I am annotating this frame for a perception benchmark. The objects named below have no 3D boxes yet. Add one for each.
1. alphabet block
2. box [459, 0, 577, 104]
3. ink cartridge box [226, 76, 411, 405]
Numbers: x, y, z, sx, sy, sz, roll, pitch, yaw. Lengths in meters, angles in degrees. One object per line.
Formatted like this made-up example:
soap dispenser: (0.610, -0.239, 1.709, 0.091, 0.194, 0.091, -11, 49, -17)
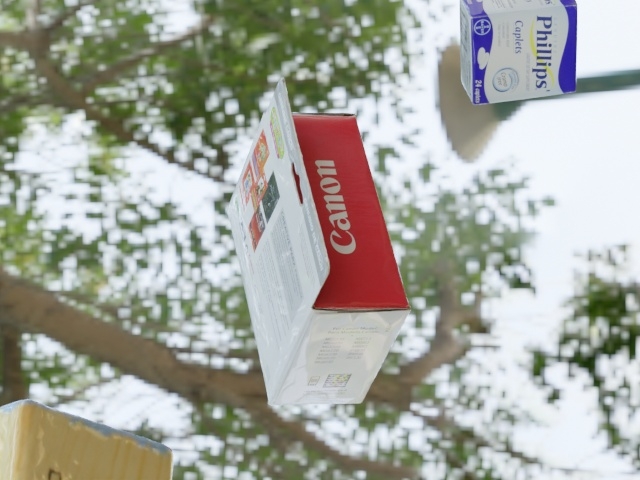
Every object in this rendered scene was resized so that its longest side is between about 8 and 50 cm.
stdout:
alphabet block: (-0.262, 0.274, 1.424, 0.193, 0.192, 0.197, 26, -125, -43)
box: (0.247, -0.247, 1.990, 0.072, 0.137, 0.126, -106, 9, -55)
ink cartridge box: (0.000, 0.000, 1.940, 0.272, 0.130, 0.309, 114, 150, -48)
